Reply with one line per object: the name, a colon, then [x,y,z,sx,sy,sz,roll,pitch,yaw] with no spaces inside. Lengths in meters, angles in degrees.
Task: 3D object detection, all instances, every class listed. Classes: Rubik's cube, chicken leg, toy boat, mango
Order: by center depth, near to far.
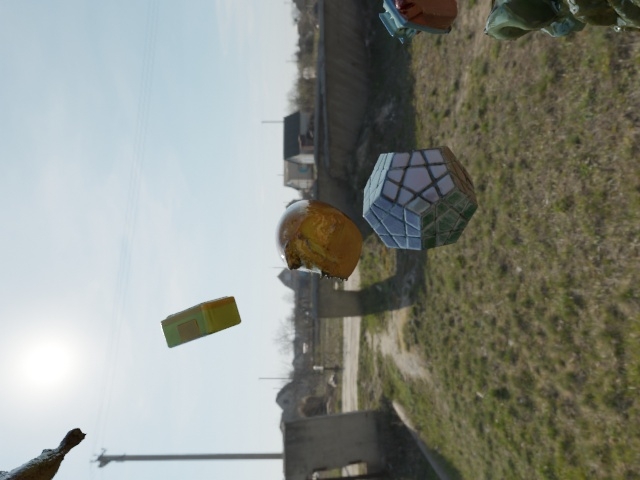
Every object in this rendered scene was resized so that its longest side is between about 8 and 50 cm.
toy boat: [0.152,-0.337,0.623,0.058,0.172,0.069,-38,81,49]
mango: [0.000,0.000,0.740,0.126,0.153,0.252,-62,-8,3]
chicken leg: [-0.704,0.548,0.941,0.177,0.322,0.083,5,113,60]
Rubik's cube: [0.272,-0.121,1.158,0.319,0.318,0.264,-99,2,-79]

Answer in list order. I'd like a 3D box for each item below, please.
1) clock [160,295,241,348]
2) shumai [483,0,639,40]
clock: [-0.340,0.230,1.179,0.143,0.202,0.096,-2,-108,-61]
shumai: [0.254,-0.297,0.375,0.189,0.255,0.218,-57,18,-10]
